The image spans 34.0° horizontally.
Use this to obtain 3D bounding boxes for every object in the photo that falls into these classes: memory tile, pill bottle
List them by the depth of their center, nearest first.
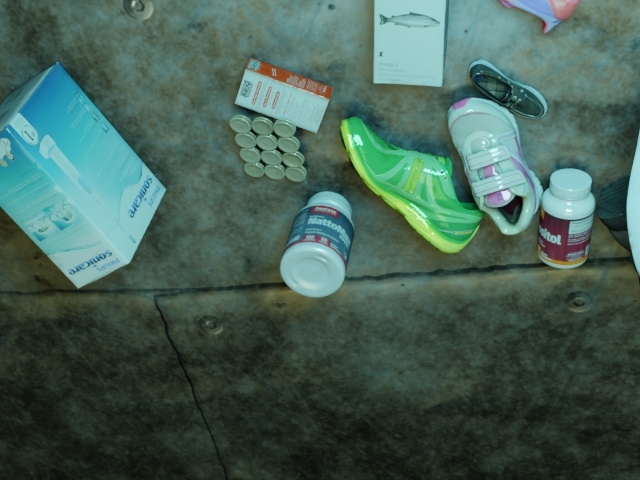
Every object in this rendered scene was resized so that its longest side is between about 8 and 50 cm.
[{"bbox_3d":[0.398,-0.037,1.695,0.086,0.086,0.152,4,127,9],"label":"pill bottle"},{"bbox_3d":[-0.084,-0.152,1.725,0.113,0.012,0.148,6,144,15],"label":"memory tile"},{"bbox_3d":[0.000,0.000,1.743,0.107,0.180,0.108,5,127,7],"label":"pill bottle"}]

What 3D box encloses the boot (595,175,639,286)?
[{"bbox_3d":[0.628,-0.036,1.646,0.338,0.118,0.223,-19,124,37],"label":"boot"}]

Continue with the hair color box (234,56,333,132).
[{"bbox_3d":[-0.058,-0.231,1.668,0.141,0.043,0.072,20,129,-5],"label":"hair color box"}]

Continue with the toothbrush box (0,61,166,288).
[{"bbox_3d":[-0.416,-0.107,1.727,0.126,0.216,0.295,-25,119,28],"label":"toothbrush box"}]

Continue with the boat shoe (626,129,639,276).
[{"bbox_3d":[0.522,-0.099,1.501,0.119,0.121,0.335,6,94,40],"label":"boat shoe"}]

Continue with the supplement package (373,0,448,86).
[{"bbox_3d":[0.133,-0.327,1.517,0.105,0.105,0.179,4,127,9],"label":"supplement package"}]

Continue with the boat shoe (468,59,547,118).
[{"bbox_3d":[0.286,-0.224,1.604,0.142,0.040,0.049,30,127,-11],"label":"boat shoe"}]

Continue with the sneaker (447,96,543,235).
[{"bbox_3d":[0.279,-0.112,1.645,0.103,0.111,0.252,-23,119,26],"label":"sneaker"}]

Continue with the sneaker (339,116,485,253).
[{"bbox_3d":[0.148,-0.108,1.698,0.295,0.109,0.123,41,101,-17],"label":"sneaker"}]

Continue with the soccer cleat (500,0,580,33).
[{"bbox_3d":[0.253,-0.382,1.470,0.248,0.083,0.095,27,132,-13],"label":"soccer cleat"}]
